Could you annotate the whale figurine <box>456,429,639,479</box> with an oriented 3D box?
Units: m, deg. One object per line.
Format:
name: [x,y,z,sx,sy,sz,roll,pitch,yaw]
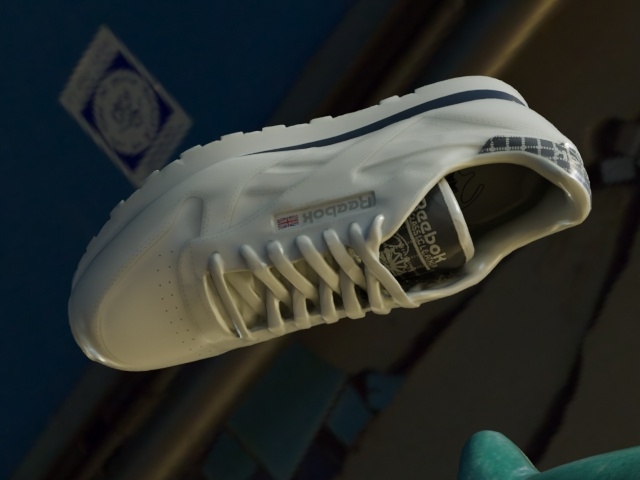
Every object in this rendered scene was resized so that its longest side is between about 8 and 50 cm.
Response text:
whale figurine: [0.153,0.167,0.682,0.141,0.272,0.216,31,-103,-43]

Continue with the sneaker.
sneaker: [0.000,0.000,0.577,0.235,0.095,0.090,-25,-59,-1]
